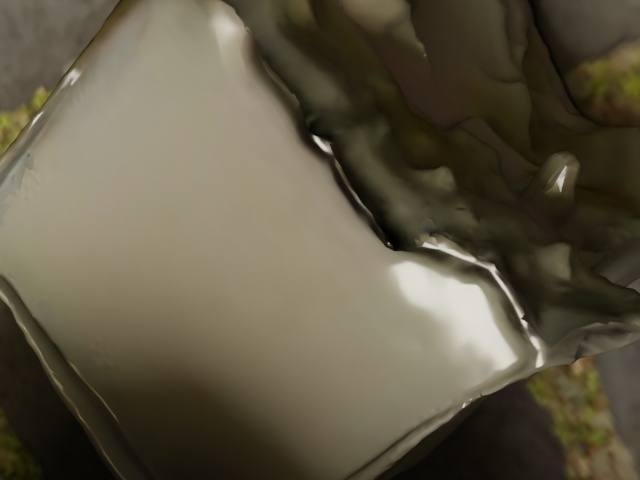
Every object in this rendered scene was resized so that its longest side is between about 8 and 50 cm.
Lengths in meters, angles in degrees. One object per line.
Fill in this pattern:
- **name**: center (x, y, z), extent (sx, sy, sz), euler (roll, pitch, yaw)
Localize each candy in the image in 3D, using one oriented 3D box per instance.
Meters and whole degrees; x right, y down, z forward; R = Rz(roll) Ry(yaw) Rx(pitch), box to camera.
- **candy**: center (0.000, 0.000, 0.544), extent (0.185, 0.137, 0.195), euler (52, 125, 11)
